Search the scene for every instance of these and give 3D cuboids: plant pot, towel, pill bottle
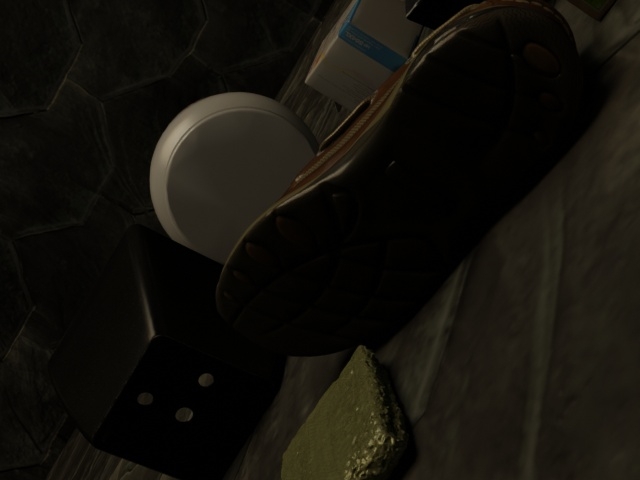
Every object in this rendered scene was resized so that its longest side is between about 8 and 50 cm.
[{"bbox_3d":[-0.142,0.125,0.916,0.187,0.188,0.167,-57,23,11],"label":"plant pot"},{"bbox_3d":[0.012,0.131,0.581,0.110,0.027,0.148,-57,10,9],"label":"towel"},{"bbox_3d":[-0.104,-0.078,1.169,0.210,0.210,0.363,-59,11,3],"label":"pill bottle"}]

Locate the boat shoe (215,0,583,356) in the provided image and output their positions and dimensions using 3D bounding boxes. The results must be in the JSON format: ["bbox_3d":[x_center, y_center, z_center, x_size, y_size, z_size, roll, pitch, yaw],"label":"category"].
[{"bbox_3d":[0.053,-0.039,0.648,0.324,0.122,0.120,-42,14,33],"label":"boat shoe"}]

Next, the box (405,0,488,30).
[{"bbox_3d":[0.146,-0.267,0.765,0.156,0.093,0.158,-46,32,49],"label":"box"}]

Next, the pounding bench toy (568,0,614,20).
[{"bbox_3d":[0.182,-0.199,0.615,0.083,0.052,0.065,-54,12,25],"label":"pounding bench toy"}]

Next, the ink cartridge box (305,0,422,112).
[{"bbox_3d":[0.051,-0.235,1.196,0.143,0.090,0.092,-46,18,50],"label":"ink cartridge box"}]
